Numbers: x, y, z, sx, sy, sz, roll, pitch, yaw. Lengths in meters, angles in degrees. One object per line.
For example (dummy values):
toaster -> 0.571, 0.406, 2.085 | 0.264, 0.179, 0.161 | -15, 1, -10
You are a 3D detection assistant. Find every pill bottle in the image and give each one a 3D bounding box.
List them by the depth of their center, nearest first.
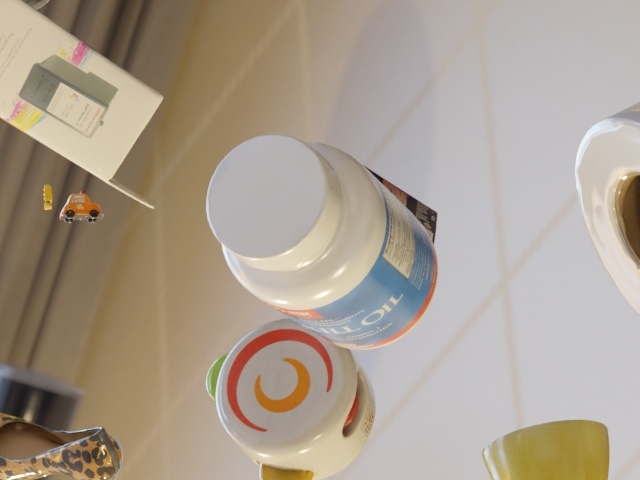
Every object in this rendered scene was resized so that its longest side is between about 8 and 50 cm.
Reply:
pill bottle -> 0.000, 0.000, 1.185 | 0.124, 0.124, 0.221 | 16, 171, 26

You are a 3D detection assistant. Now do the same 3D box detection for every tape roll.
tape roll -> 0.385, -0.039, 1.538 | 0.169, 0.246, 0.246 | -27, -164, -20

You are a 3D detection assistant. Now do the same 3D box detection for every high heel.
high heel -> -0.372, 0.251, 2.113 | 0.261, 0.093, 0.186 | 30, 138, 13

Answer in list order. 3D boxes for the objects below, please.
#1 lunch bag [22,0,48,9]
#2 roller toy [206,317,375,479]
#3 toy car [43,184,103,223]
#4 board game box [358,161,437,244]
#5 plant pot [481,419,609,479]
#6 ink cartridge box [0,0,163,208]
lunch bag -> -0.446, -0.397, 1.923 | 0.256, 0.213, 0.305 | 40, 150, -30
roller toy -> -0.028, 0.213, 2.095 | 0.209, 0.191, 0.146 | 58, 180, 33
toy car -> -0.321, -0.053, 2.085 | 0.060, 0.041, 0.122 | -4, 168, 5
board game box -> 0.014, -0.029, 1.589 | 0.141, 0.048, 0.170 | -2, 161, 34
plant pot -> 0.241, 0.253, 1.650 | 0.134, 0.095, 0.134 | -8, 155, -4
ink cartridge box -> -0.318, -0.185, 1.759 | 0.353, 0.119, 0.207 | 34, 178, -38
